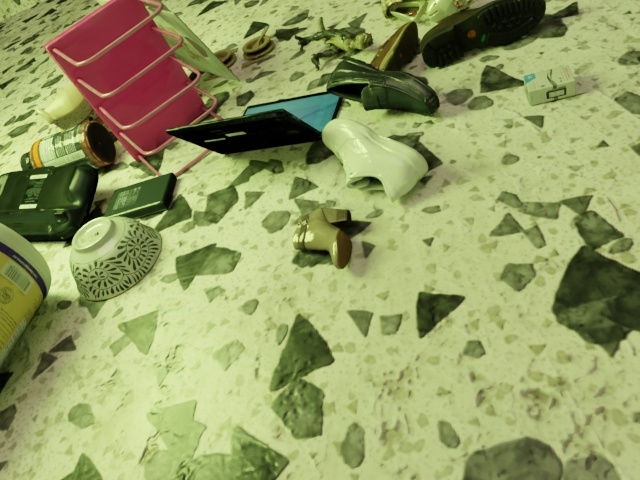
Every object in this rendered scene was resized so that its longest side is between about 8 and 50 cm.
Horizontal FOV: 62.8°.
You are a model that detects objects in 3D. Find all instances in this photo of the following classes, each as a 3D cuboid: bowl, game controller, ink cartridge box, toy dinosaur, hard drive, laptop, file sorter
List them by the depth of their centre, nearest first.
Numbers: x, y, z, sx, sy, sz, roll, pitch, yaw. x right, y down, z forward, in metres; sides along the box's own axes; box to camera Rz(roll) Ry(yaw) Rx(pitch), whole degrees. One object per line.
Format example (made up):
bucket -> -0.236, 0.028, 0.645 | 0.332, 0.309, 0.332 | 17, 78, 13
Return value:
ink cartridge box -> 0.362, -0.242, 0.811 | 0.083, 0.028, 0.048 | -10, 45, 18
bowl -> -0.369, 0.012, 0.902 | 0.170, 0.080, 0.170 | -15, 43, 14
laptop -> -0.108, -0.242, 0.972 | 0.235, 0.264, 0.136 | -4, 84, 25
hard drive -> -0.352, -0.082, 1.026 | 0.135, 0.022, 0.094 | -14, 44, 15
file sorter -> -0.335, -0.296, 1.030 | 0.202, 0.290, 0.182 | -43, 47, -14
game controller -> -0.597, -0.078, 1.103 | 0.320, 0.067, 0.166 | 0, 61, 27
toy dinosaur -> 0.017, -0.441, 1.165 | 0.118, 0.064, 0.268 | -29, 40, -12
ink cartridge box -> -0.329, -0.472, 1.181 | 0.239, 0.275, 0.060 | 20, 85, 24

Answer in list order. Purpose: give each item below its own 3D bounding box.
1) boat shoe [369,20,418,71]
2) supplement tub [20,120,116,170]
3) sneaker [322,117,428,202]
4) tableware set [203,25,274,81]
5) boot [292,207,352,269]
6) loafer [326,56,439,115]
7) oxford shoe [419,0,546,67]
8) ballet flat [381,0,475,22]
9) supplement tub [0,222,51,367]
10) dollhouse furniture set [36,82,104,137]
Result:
boat shoe -> 0.138, -0.367, 1.022 | 0.060, 0.064, 0.177 | 13, 58, 33
supplement tub -> -0.577, -0.194, 1.192 | 0.198, 0.106, 0.106 | -15, 44, 15
sneaker -> 0.060, -0.124, 0.824 | 0.212, 0.080, 0.094 | 32, 80, 42
tableware set -> -0.212, -0.481, 1.332 | 0.194, 0.039, 0.128 | -14, 44, 15
boot -> 0.000, 0.000, 0.758 | 0.087, 0.042, 0.118 | -13, 43, 25
loafer -> 0.105, -0.258, 0.924 | 0.223, 0.076, 0.078 | 30, 78, 34
oxford shoe -> 0.292, -0.401, 0.966 | 0.228, 0.082, 0.096 | -14, 40, 13
ballet flat -> 0.227, -0.499, 1.110 | 0.241, 0.091, 0.077 | 21, 91, 44
supplement tub -> -0.590, 0.137, 0.774 | 0.241, 0.241, 0.331 | -6, 47, 23
dollhouse furniture set -> -0.504, -0.301, 1.213 | 0.355, 0.174, 0.303 | -50, 9, -6
